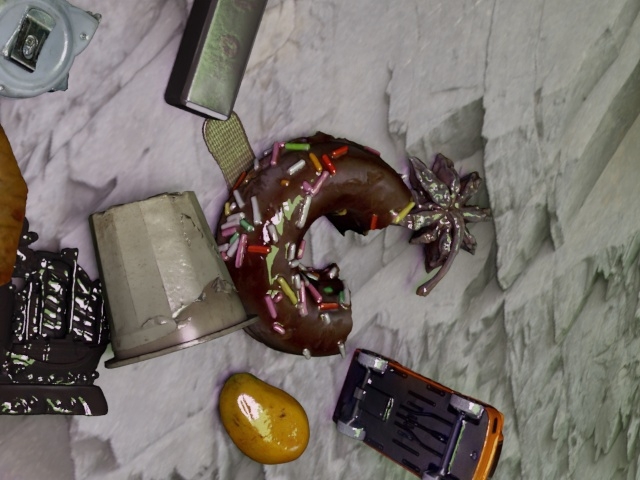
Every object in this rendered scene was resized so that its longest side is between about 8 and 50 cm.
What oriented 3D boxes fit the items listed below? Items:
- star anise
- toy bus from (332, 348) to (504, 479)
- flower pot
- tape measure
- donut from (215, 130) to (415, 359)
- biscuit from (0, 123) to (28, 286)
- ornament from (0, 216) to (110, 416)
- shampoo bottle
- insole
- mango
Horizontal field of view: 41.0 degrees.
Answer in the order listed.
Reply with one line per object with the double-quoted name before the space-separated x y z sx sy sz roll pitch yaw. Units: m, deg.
"star anise" 0.202 -0.032 1.419 0.209 0.089 0.231 -14 94 -20
"toy bus" 0.163 0.279 1.313 0.153 0.329 0.143 20 88 -34
"flower pot" -0.202 0.043 1.128 0.212 0.212 0.202 -14 92 -28
"tape measure" -0.408 -0.274 0.970 0.330 0.084 0.164 25 83 -52
"donut" -0.019 -0.005 1.264 0.259 0.136 0.345 30 83 -35
"biscuit" -0.448 -0.093 0.914 0.046 0.359 0.359 -20 115 17
"ornament" -0.378 0.098 1.104 0.251 0.106 0.260 11 85 -39
"shampoo bottle" -0.134 -0.292 1.177 0.080 0.079 0.246 18 89 -33
"insole" -0.103 -0.080 1.278 0.086 0.005 0.253 -37 115 -20
"mango" -0.088 0.278 1.305 0.165 0.089 0.115 33 81 -28
